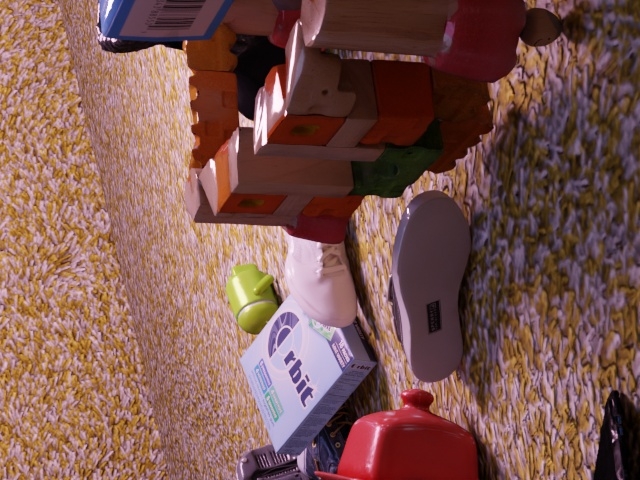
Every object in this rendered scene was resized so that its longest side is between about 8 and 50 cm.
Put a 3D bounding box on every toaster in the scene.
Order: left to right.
[{"bbox_3d":[-0.039,0.406,1.936,0.146,0.129,0.227,93,156,-49],"label":"toaster"}]

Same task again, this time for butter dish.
[{"bbox_3d":[0.092,0.211,1.396,0.160,0.160,0.118,156,125,-72],"label":"butter dish"}]

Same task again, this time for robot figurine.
[{"bbox_3d":[-0.100,0.090,2.020,0.101,0.067,0.115,112,144,-47],"label":"robot figurine"}]

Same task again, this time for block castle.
[{"bbox_3d":[0.026,-0.196,1.211,0.453,0.212,0.303,134,135,-62],"label":"block castle"}]

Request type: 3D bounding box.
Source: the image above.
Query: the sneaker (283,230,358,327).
[{"bbox_3d":[0.000,0.000,1.644,0.094,0.080,0.212,-56,45,51],"label":"sneaker"}]

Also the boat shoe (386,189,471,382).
[{"bbox_3d":[0.097,0.038,1.338,0.070,0.077,0.219,-125,27,-50],"label":"boat shoe"}]

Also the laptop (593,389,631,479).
[{"bbox_3d":[0.279,0.289,1.029,0.264,0.136,0.234,-81,-7,-56],"label":"laptop"}]

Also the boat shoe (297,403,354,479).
[{"bbox_3d":[0.018,0.234,1.763,0.083,0.065,0.183,22,117,47],"label":"boat shoe"}]

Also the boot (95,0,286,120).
[{"bbox_3d":[-0.133,-0.236,1.584,0.348,0.260,0.131,110,144,-59],"label":"boot"}]

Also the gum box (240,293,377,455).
[{"bbox_3d":[-0.019,0.151,1.711,0.184,0.041,0.157,-52,44,30],"label":"gum box"}]

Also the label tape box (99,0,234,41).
[{"bbox_3d":[-0.128,-0.378,1.154,0.249,0.115,0.348,138,129,-65],"label":"label tape box"}]
